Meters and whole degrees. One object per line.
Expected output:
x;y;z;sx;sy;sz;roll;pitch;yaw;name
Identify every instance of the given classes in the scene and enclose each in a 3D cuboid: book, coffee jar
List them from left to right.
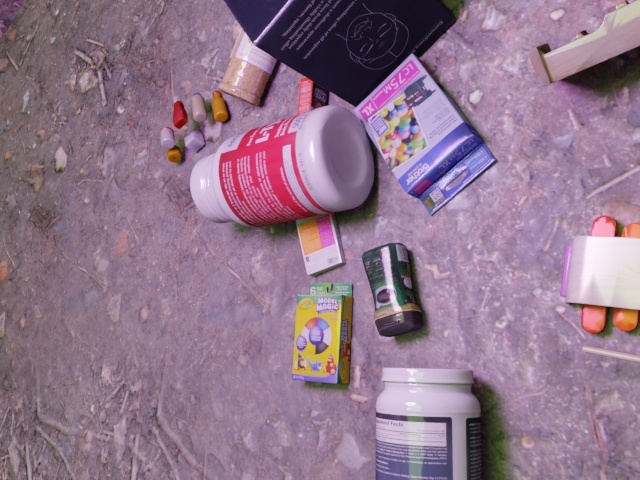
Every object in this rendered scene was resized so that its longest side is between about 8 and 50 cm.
0.000;0.000;1.464;0.096;0.035;0.144;-22;68;28;book
0.149;0.104;1.297;0.096;0.079;0.185;-21;67;30;coffee jar

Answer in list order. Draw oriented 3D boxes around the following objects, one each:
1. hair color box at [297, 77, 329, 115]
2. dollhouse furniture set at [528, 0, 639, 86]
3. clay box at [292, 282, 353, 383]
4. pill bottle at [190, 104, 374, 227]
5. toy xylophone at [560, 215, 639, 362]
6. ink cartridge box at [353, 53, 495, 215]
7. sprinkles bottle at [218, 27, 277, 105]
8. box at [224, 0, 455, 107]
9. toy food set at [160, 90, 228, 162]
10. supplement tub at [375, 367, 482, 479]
-0.019;-0.318;1.522;0.043;0.072;0.141;-2;80;37;hair color box
0.436;-0.502;1.053;0.256;0.362;0.395;-20;98;31;dollhouse furniture set
0.005;0.203;1.402;0.127;0.053;0.222;-5;78;36;clay box
-0.100;-0.154;1.446;0.407;0.229;0.229;-10;74;36;pill bottle
0.536;0.088;1.006;0.322;0.081;0.237;14;89;38;toy xylophone
0.213;-0.228;1.336;0.185;0.065;0.311;-41;60;23;ink cartridge box
-0.150;-0.539;1.639;0.121;0.121;0.356;28;98;38;sprinkles bottle
0.041;-0.497;1.310;0.293;0.395;0.212;-44;57;21;box
-0.374;-0.335;1.775;0.232;0.111;0.105;-38;48;26;toy food set
0.194;0.371;1.134;0.191;0.191;0.273;-7;76;36;supplement tub
